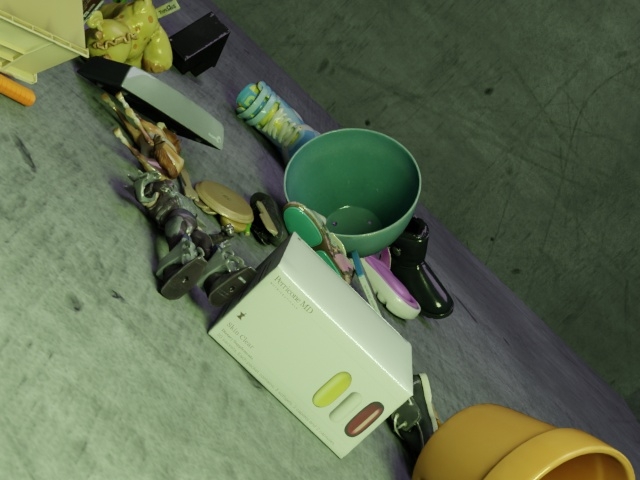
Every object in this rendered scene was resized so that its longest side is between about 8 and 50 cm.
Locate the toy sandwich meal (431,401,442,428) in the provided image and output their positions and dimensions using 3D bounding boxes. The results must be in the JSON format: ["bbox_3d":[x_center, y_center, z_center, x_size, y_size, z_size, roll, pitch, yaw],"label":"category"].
[{"bbox_3d":[0.197,0.321,1.729,0.085,0.029,0.085,43,14,-13],"label":"toy sandwich meal"}]

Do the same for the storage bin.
[{"bbox_3d":[-0.453,-0.389,1.301,0.260,0.123,0.262,17,63,-61],"label":"storage bin"}]

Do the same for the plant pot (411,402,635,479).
[{"bbox_3d":[0.265,0.363,1.335,0.291,0.291,0.203,34,1,-40],"label":"plant pot"}]

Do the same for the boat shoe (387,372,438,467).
[{"bbox_3d":[0.150,0.308,1.572,0.079,0.084,0.233,4,31,-7],"label":"boat shoe"}]

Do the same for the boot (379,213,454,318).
[{"bbox_3d":[0.233,0.053,2.285,0.246,0.094,0.207,47,-25,27],"label":"boot"}]

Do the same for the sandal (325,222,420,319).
[{"bbox_3d":[0.109,0.009,2.224,0.416,0.102,0.169,50,14,18],"label":"sandal"}]

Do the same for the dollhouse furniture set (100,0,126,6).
[{"bbox_3d":[-0.505,-0.579,2.162,0.058,0.076,0.151,50,13,19],"label":"dollhouse furniture set"}]

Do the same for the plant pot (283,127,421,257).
[{"bbox_3d":[0.070,-0.073,2.080,0.290,0.290,0.195,53,-18,30],"label":"plant pot"}]

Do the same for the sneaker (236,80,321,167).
[{"bbox_3d":[-0.112,-0.291,2.410,0.208,0.127,0.319,37,6,-39],"label":"sneaker"}]

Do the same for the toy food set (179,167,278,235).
[{"bbox_3d":[-0.177,-0.060,1.714,0.192,0.038,0.132,24,21,-29],"label":"toy food set"}]

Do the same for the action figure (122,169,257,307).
[{"bbox_3d":[-0.195,-0.014,1.393,0.185,0.099,0.285,29,17,-36],"label":"action figure"}]

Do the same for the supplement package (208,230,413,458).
[{"bbox_3d":[-0.005,0.145,1.386,0.262,0.145,0.204,44,13,-6],"label":"supplement package"}]

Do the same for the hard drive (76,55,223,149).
[{"bbox_3d":[-0.300,-0.252,1.732,0.172,0.054,0.254,22,-6,43],"label":"hard drive"}]

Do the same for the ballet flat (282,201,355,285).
[{"bbox_3d":[0.000,0.000,1.888,0.221,0.077,0.079,56,41,-22],"label":"ballet flat"}]

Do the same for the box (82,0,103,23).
[{"bbox_3d":[-0.493,-0.435,1.568,0.203,0.168,0.167,47,14,3],"label":"box"}]

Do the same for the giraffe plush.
[{"bbox_3d":[-0.382,-0.376,1.800,0.181,0.210,0.170,51,43,-6],"label":"giraffe plush"}]

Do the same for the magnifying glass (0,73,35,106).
[{"bbox_3d":[-0.494,-0.245,1.315,0.231,0.026,0.092,31,20,-50],"label":"magnifying glass"}]

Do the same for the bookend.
[{"bbox_3d":[-0.318,-0.464,2.354,0.072,0.156,0.157,47,-31,4],"label":"bookend"}]

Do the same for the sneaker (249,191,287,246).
[{"bbox_3d":[-0.112,-0.047,1.830,0.089,0.051,0.170,37,19,-50],"label":"sneaker"}]

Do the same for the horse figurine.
[{"bbox_3d":[-0.285,-0.164,1.600,0.174,0.066,0.263,48,2,-33],"label":"horse figurine"}]

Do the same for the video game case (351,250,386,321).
[{"bbox_3d":[0.104,0.115,1.949,0.119,0.015,0.166,-103,170,-66],"label":"video game case"}]
